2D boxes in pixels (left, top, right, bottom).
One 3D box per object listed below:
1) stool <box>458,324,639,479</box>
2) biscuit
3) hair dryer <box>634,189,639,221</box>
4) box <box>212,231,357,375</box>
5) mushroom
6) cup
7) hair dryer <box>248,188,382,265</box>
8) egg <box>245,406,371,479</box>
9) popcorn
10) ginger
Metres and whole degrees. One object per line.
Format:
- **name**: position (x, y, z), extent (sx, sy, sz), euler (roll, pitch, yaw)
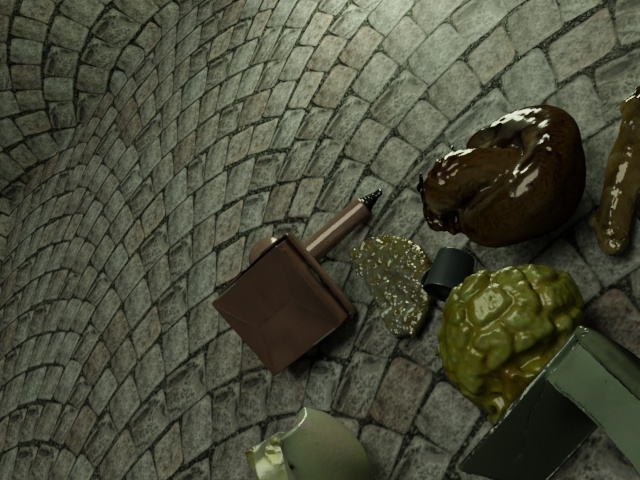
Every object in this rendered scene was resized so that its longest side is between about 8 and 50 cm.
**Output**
- **stool**: position (0.359, 0.294, 1.066), extent (0.270, 0.170, 0.244), euler (-51, 34, 11)
- **biscuit**: position (0.149, 0.069, 1.612), extent (0.141, 0.038, 0.290), euler (-46, 38, 16)
- **hair dryer**: position (0.554, -0.178, 1.127), extent (0.303, 0.120, 0.360), euler (-12, 84, 49)
- **box**: position (-0.077, 0.130, 1.692), extent (0.215, 0.215, 0.086), euler (-40, -1, 25)
- **mushroom**: position (0.304, -0.095, 1.404), extent (0.283, 0.195, 0.263), euler (-17, 42, 23)
- **cup**: position (0.220, 0.061, 1.497), extent (0.100, 0.078, 0.077), euler (-2, 58, 46)
- **hair dryer**: position (0.000, 0.000, 1.822), extent (0.344, 0.107, 0.189), euler (-40, 36, 10)
- **egg**: position (-0.002, 0.399, 1.448), extent (0.206, 0.161, 0.271), euler (62, 156, 17)
- **popcorn**: position (0.288, 0.162, 1.244), extent (0.236, 0.205, 0.252), euler (-17, 83, 27)
- **ginger**: position (0.491, -0.113, 1.296), extent (0.131, 0.086, 0.295), euler (16, 86, 45)
